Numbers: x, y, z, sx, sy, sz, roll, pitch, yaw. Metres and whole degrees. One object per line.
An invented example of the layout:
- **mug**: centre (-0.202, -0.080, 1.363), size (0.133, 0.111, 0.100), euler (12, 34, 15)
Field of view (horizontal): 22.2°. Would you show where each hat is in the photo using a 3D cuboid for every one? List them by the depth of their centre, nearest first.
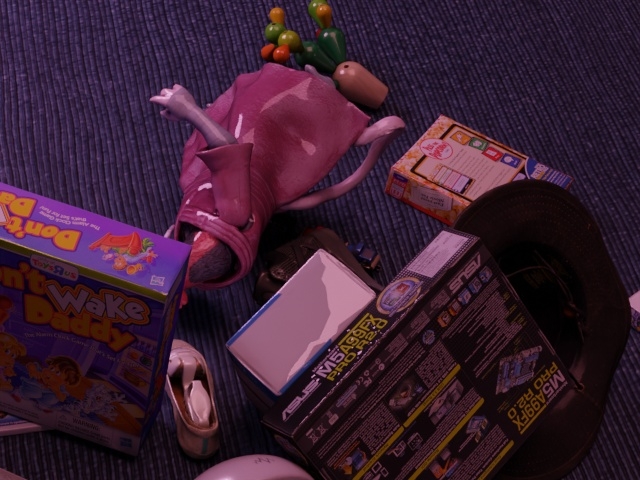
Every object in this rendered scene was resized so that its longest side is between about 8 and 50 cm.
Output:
- **hat**: centre (0.186, 0.100, 1.773), size (0.331, 0.331, 0.134), euler (-27, 15, -37)

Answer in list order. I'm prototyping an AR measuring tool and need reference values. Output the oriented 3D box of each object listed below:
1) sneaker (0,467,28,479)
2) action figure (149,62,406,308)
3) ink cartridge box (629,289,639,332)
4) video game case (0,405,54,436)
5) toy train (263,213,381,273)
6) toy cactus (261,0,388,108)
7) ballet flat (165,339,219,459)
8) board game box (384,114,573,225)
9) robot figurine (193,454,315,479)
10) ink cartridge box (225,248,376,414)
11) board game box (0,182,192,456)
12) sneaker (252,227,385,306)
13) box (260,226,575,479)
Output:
- **sneaker**: centre (-0.295, 0.298, 1.462), size (0.105, 0.147, 0.296), euler (26, 2, -26)
- **action figure**: centre (-0.098, -0.031, 1.820), size (0.276, 0.248, 0.370), euler (27, 40, -7)
- **ink cartridge box**: centre (0.419, 0.102, 1.938), size (0.115, 0.029, 0.063), euler (39, 46, 24)
- **video game case**: centre (-0.324, 0.152, 1.685), size (0.087, 0.011, 0.122), euler (-5, 44, -22)
- **toy train**: centre (0.000, 0.000, 1.926), size (0.158, 0.036, 0.027), euler (22, 42, 9)
- **toy cactus**: centre (-0.001, -0.222, 2.147), size (0.180, 0.112, 0.219), euler (29, 37, -12)
- **ballet flat**: centre (-0.133, 0.153, 1.706), size (0.057, 0.052, 0.168), euler (-4, 44, -20)
- **board game box**: centre (0.201, -0.070, 2.055), size (0.193, 0.045, 0.147), euler (28, 43, 16)
- **robot figurine**: centre (-0.033, 0.323, 1.461), size (0.174, 0.209, 0.278), euler (-34, 56, -5)
- **ink cartridge box**: centre (-0.013, 0.111, 1.648), size (0.082, 0.190, 0.139), euler (41, 77, 16)
- **board game box**: centre (-0.316, 0.057, 1.606), size (0.347, 0.233, 0.078), euler (18, 41, 4)
- **sneaker**: centre (0.008, 0.079, 1.808), size (0.130, 0.087, 0.227), euler (-18, 48, -29)
- **box**: centre (0.100, 0.156, 1.582), size (0.270, 0.216, 0.060), euler (-46, 31, -16)
